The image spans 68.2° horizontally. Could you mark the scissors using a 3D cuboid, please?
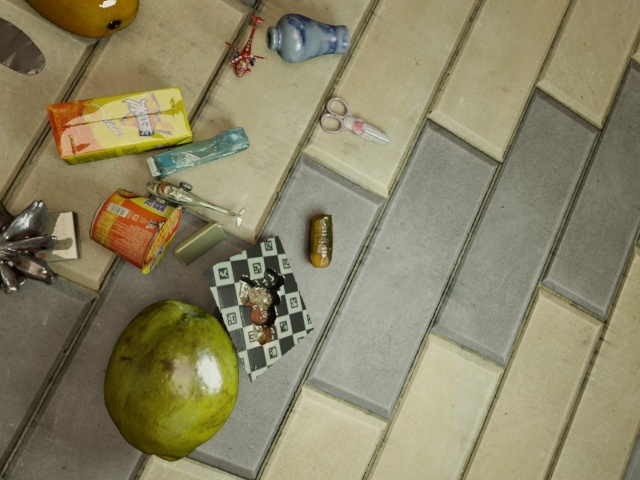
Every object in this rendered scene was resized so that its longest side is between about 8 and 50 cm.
[{"bbox_3d":[0.120,-0.374,1.559,0.242,0.030,0.118,24,84,-11],"label":"scissors"}]

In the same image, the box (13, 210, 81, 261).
[{"bbox_3d":[-0.774,-0.005,1.297,0.201,0.058,0.140,-7,90,-16],"label":"box"}]

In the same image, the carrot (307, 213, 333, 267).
[{"bbox_3d":[0.000,0.000,1.493,0.082,0.082,0.173,-1,88,-15],"label":"carrot"}]

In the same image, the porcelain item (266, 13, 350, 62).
[{"bbox_3d":[-0.039,-0.628,1.478,0.259,0.141,0.141,-8,91,-24],"label":"porcelain item"}]

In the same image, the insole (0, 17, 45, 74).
[{"bbox_3d":[-0.915,-0.576,1.301,0.328,0.007,0.111,34,79,-12],"label":"insole"}]

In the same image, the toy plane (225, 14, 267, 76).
[{"bbox_3d":[-0.233,-0.594,1.453,0.126,0.077,0.194,-2,81,-19],"label":"toy plane"}]

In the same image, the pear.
[{"bbox_3d":[-0.380,0.364,1.252,0.353,0.352,0.412,11,100,-15],"label":"pear"}]

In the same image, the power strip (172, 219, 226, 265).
[{"bbox_3d":[-0.352,0.003,1.405,0.169,0.028,0.076,-37,140,-11],"label":"power strip"}]

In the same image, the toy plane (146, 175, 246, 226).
[{"bbox_3d":[-0.367,-0.116,1.392,0.287,0.108,0.091,21,82,-26],"label":"toy plane"}]

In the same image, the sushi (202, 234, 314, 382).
[{"bbox_3d":[-0.187,0.187,1.398,0.320,0.069,0.339,-32,104,-50],"label":"sushi"}]

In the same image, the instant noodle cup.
[{"bbox_3d":[-0.510,-0.037,1.302,0.174,0.213,0.213,27,82,-5],"label":"instant noodle cup"}]

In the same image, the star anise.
[{"bbox_3d":[-0.816,0.023,1.201,0.360,0.139,0.315,31,73,4],"label":"star anise"}]

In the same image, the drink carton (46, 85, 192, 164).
[{"bbox_3d":[-0.555,-0.323,1.339,0.352,0.111,0.154,-14,93,-16],"label":"drink carton"}]

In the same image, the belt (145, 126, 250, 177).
[{"bbox_3d":[-0.359,-0.261,1.399,0.303,0.087,0.072,-22,97,-14],"label":"belt"}]

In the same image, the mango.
[{"bbox_3d":[-0.671,-0.709,1.267,0.378,0.221,0.263,37,84,-1],"label":"mango"}]
